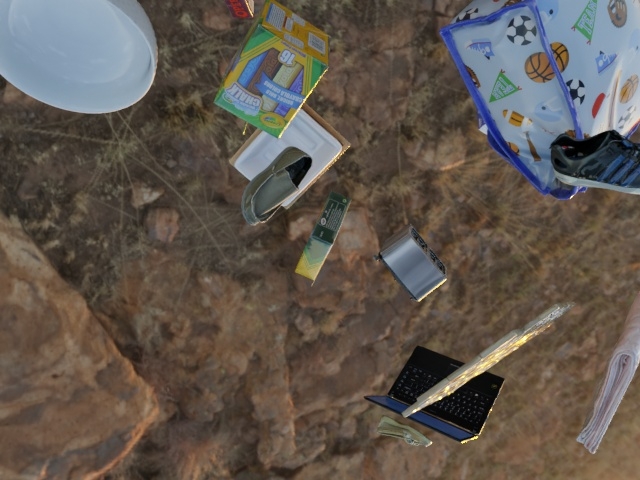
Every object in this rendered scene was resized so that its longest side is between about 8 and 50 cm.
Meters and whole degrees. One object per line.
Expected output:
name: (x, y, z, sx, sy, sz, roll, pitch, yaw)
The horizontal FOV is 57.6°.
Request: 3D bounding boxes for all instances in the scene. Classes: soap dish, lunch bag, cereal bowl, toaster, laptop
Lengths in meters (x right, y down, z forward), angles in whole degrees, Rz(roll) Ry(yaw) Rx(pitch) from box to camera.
soap dish: (-0.089, -0.265, 1.706, 0.229, 0.118, 0.291, 39, 116, -16)
lunch bag: (0.443, -0.312, 1.040, 0.328, 0.239, 0.385, -45, 115, -17)
cereal bowl: (-0.500, -0.425, 1.185, 0.339, 0.141, 0.339, -1, 149, 0)
toaster: (0.240, 0.057, 1.536, 0.110, 0.168, 0.186, -40, -178, 17)
laptop: (0.266, 0.339, 1.334, 0.264, 0.234, 0.136, -49, 143, -34)

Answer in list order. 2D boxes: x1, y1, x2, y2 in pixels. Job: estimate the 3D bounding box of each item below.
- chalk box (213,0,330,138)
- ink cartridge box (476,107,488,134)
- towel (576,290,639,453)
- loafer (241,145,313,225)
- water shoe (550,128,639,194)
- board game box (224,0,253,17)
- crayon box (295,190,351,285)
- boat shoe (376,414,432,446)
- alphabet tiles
chalk box: (-0.129, -0.383, 1.380, 0.179, 0.180, 0.289, 28, 127, -20)
ink cartridge box: (0.562, -0.332, 1.748, 0.207, 0.097, 0.046, 25, 141, -23)
towel: (0.662, 0.252, 1.270, 0.332, 0.053, 0.316, -39, 142, -42)
loafer: (-0.105, -0.142, 1.462, 0.251, 0.087, 0.094, -57, 131, -22)
water shoe: (0.436, -0.117, 0.845, 0.073, 0.203, 0.080, -58, 134, -28)
board game box: (-0.166, -0.549, 0.956, 0.056, 0.208, 0.347, 3, 172, 7)
crayon box: (0.000, 0.000, 2.043, 0.083, 0.203, 0.323, 23, 148, 0)
boat shoe: (0.209, 0.488, 1.461, 0.056, 0.153, 0.048, 47, 65, -43)
alphabet tiles: (0.280, 0.187, 0.938, 0.285, 0.011, 0.343, -42, 157, 20)
